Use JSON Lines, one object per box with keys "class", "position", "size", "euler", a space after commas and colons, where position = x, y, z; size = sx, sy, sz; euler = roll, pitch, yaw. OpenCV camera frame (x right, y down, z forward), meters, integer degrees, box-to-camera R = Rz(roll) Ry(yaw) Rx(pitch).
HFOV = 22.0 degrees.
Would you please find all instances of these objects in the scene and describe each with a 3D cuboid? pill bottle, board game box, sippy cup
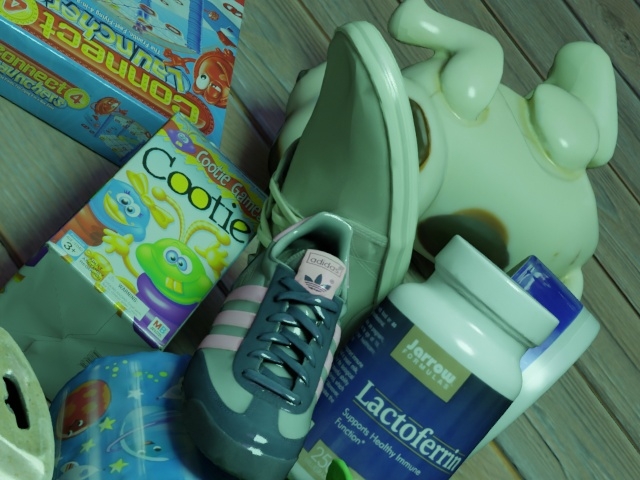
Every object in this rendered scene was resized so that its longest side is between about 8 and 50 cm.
{"class": "pill bottle", "position": [0.088, 0.134, 1.505], "size": [0.153, 0.265, 0.153], "euler": [39, 4, -3]}
{"class": "board game box", "position": [-0.179, 0.021, 1.560], "size": [0.142, 0.144, 0.275], "euler": [44, 35, -6]}
{"class": "sippy cup", "position": [-0.140, 0.221, 1.360], "size": [0.305, 0.240, 0.224], "euler": [32, 30, -34]}
{"class": "board game box", "position": [-0.238, -0.242, 1.789], "size": [0.308, 0.086, 0.302], "euler": [31, 39, -23]}

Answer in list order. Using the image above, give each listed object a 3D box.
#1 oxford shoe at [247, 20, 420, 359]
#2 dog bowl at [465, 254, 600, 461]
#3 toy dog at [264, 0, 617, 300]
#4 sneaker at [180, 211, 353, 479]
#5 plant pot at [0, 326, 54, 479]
{"class": "oxford shoe", "position": [0.000, 0.000, 1.564], "size": [0.130, 0.449, 0.169], "euler": [-6, 41, -19]}
{"class": "dog bowl", "position": [0.159, 0.138, 1.705], "size": [0.104, 0.265, 0.265], "euler": [48, 35, 3]}
{"class": "toy dog", "position": [0.116, -0.078, 1.900], "size": [0.408, 0.284, 0.396], "euler": [10, 69, -40]}
{"class": "sneaker", "position": [-0.034, 0.075, 1.364], "size": [0.112, 0.131, 0.319], "euler": [30, 24, -11]}
{"class": "plant pot", "position": [-0.345, 0.181, 1.098], "size": [0.333, 0.305, 0.334], "euler": [28, 41, -27]}
